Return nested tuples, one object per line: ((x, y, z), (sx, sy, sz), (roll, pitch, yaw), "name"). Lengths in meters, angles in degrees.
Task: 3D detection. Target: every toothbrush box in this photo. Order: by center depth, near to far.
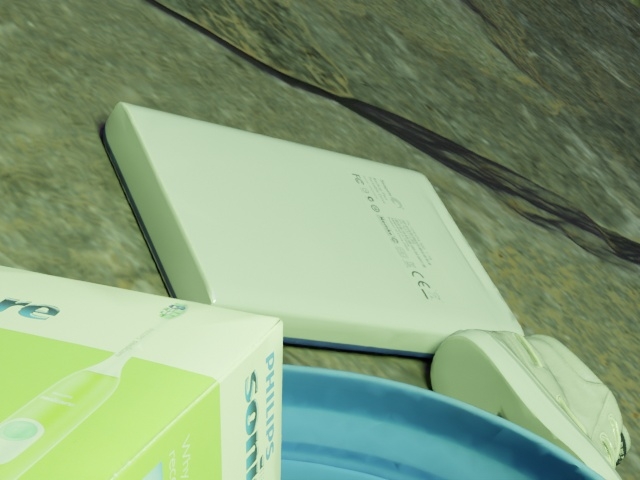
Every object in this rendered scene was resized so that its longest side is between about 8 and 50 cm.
((-0.160, 0.112, 0.478), (0.206, 0.122, 0.283), (9, 24, 20), "toothbrush box")

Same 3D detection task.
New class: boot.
((0.195, 0.161, 1.036), (0.123, 0.095, 0.258), (-1, 46, -39), "boot")

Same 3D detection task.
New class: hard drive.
((0.000, 0.000, 1.109), (0.318, 0.040, 0.210), (10, 39, -40), "hard drive")

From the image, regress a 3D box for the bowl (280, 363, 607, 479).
((-0.040, 0.173, 0.606), (0.391, 0.077, 0.391), (2, 22, -1), "bowl")
